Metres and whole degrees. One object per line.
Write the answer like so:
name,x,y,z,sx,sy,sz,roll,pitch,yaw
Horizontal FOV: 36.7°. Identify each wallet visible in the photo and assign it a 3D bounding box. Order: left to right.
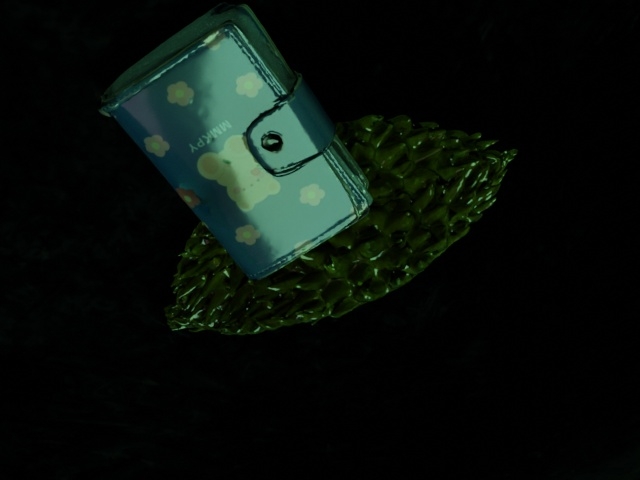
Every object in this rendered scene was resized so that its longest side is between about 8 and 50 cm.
wallet,-0.060,-0.074,0.763,0.141,0.059,0.202,-32,117,13

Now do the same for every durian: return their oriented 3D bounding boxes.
durian,-0.006,-0.009,0.939,0.394,0.163,0.198,-32,-178,24
